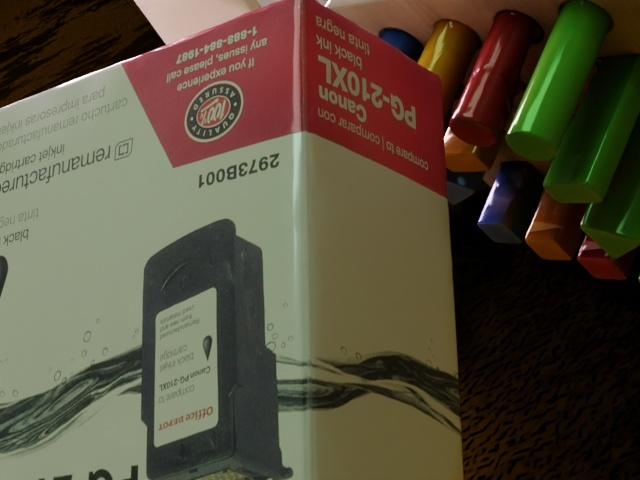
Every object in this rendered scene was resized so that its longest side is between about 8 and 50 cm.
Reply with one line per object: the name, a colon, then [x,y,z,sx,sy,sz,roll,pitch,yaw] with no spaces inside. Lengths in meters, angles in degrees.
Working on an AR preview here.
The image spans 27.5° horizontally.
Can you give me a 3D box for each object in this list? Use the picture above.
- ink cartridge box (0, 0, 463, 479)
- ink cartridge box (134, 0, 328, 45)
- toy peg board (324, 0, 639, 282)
ink cartridge box: [-0.043,0.053,0.497,0.172,0.100,0.237,-14,68,35]
ink cartridge box: [0.011,-0.237,0.983,0.273,0.115,0.198,-44,18,-18]
toy peg board: [0.092,-0.041,0.575,0.161,0.161,0.079,0,57,48]
